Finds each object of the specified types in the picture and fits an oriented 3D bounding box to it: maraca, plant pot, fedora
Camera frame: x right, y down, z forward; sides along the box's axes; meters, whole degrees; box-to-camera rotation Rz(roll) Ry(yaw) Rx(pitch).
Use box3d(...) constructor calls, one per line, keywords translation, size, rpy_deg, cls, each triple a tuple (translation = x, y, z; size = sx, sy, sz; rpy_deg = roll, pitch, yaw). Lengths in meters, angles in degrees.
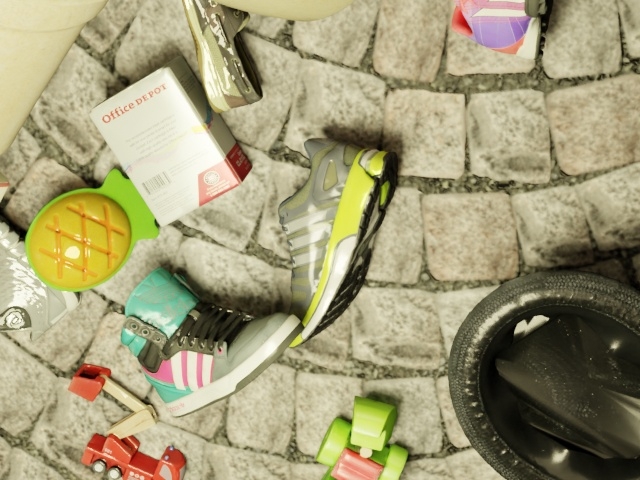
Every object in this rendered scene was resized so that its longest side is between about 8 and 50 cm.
box3d(translation=(-0.294, -0.012, 1.910), size=(0.186, 0.099, 0.127), rpy_deg=(-35, 106, -11), cls="maraca")
box3d(translation=(-0.424, -0.270, 1.747), size=(0.334, 0.334, 0.305), rpy_deg=(30, 125, -1), cls="plant pot")
box3d(translation=(0.323, 0.166, 1.829), size=(0.334, 0.152, 0.334), rpy_deg=(4, 111, 10), cls="fedora")

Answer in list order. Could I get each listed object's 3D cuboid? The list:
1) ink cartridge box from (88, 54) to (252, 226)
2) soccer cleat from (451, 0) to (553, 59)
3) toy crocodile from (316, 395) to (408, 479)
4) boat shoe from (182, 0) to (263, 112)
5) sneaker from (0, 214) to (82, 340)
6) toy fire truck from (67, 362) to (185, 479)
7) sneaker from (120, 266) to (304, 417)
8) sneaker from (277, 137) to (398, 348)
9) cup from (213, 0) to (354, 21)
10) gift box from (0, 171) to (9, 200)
box3d(translation=(-0.188, -0.127, 1.861), size=(0.127, 0.072, 0.175), rpy_deg=(-27, 103, 20), cls="ink cartridge box")
box3d(translation=(0.197, -0.286, 1.615), size=(0.116, 0.318, 0.108), rpy_deg=(10, 78, 9), cls="soccer cleat")
box3d(translation=(0.022, 0.352, 1.984), size=(0.115, 0.105, 0.340), rpy_deg=(26, 114, 0), cls="toy crocodile")
box3d(translation=(-0.121, -0.266, 1.797), size=(0.073, 0.080, 0.223), rpy_deg=(-9, 114, 8), cls="boat shoe")
box3d(translation=(-0.437, 0.044, 1.946), size=(0.229, 0.086, 0.132), rpy_deg=(44, 86, -8), cls="sneaker")
box3d(translation=(-0.267, 0.265, 2.039), size=(0.192, 0.047, 0.135), rpy_deg=(23, 112, 1), cls="toy fire truck")
box3d(translation=(-0.157, 0.108, 1.889), size=(0.178, 0.124, 0.295), rpy_deg=(51, 138, -7), cls="sneaker")
box3d(translation=(0.000, 0.000, 1.870), size=(0.121, 0.111, 0.300), rpy_deg=(28, 113, 18), cls="sneaker")
box3d(translation=(-0.046, -0.381, 1.635), size=(0.331, 0.331, 0.237), rpy_deg=(-35, 128, 21), cls="cup")
box3d(translation=(-0.581, -0.027, 1.829), size=(0.258, 0.276, 0.255), rpy_deg=(42, 120, 21), cls="gift box")
